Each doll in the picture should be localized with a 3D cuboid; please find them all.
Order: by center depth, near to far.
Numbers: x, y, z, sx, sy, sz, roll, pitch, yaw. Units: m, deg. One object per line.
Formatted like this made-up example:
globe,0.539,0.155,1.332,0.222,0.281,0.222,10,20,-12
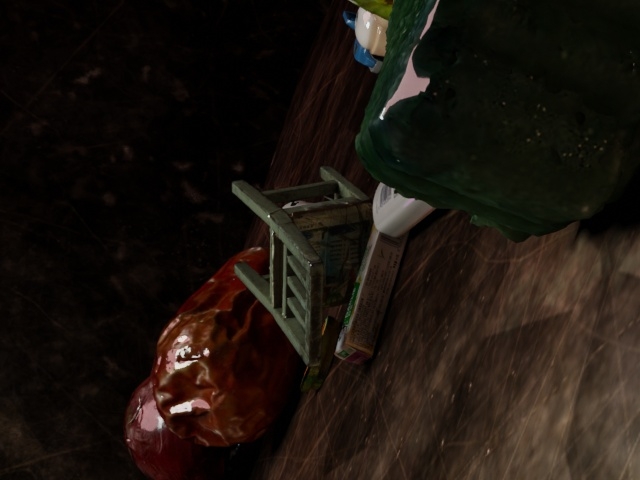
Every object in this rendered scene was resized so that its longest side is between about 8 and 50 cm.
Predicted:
doll,0.124,-0.327,1.561,0.278,0.119,0.154,-140,60,-80

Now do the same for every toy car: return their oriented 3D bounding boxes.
toy car,0.097,-0.408,2.017,0.097,0.100,0.191,-98,25,-67

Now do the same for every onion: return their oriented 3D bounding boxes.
onion,-0.197,0.284,1.834,0.221,0.281,0.281,-1,60,34

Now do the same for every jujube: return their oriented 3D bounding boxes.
jujube,-0.118,0.151,1.688,0.216,0.216,0.342,-63,2,40

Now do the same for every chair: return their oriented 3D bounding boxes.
chair,0.002,0.021,1.326,0.270,0.147,0.136,-138,44,-57

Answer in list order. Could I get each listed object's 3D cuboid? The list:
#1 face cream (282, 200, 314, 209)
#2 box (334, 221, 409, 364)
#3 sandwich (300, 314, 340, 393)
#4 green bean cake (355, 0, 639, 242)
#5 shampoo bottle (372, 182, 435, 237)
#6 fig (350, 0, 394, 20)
face cream,0.000,0.000,1.737,0.143,0.089,0.314,-69,18,5
box,0.064,0.039,1.273,0.050,0.041,0.207,135,155,-65
sandwich,0.002,0.149,1.477,0.069,0.026,0.101,115,175,-58
green bean cake,0.142,-0.156,0.792,0.308,0.169,0.300,166,126,-82
shampoo bottle,0.112,-0.069,1.167,0.227,0.056,0.086,133,156,-71
fig,0.138,-0.391,1.244,0.314,0.233,0.233,-62,9,14
